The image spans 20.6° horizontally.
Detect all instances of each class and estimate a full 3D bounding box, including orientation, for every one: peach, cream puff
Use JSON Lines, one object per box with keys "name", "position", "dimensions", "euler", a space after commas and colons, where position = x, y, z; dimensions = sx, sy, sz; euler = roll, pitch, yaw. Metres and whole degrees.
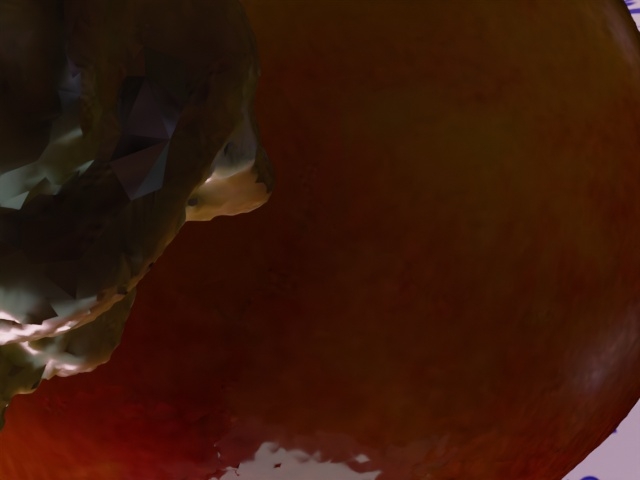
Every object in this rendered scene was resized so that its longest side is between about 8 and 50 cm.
{"name": "peach", "position": [0.000, 0.000, 0.708], "dimensions": [0.332, 0.308, 0.308], "euler": [-7, 170, -40]}
{"name": "cream puff", "position": [-0.134, -0.057, 0.434], "dimensions": [0.244, 0.244, 0.196], "euler": [-7, -177, -26]}
